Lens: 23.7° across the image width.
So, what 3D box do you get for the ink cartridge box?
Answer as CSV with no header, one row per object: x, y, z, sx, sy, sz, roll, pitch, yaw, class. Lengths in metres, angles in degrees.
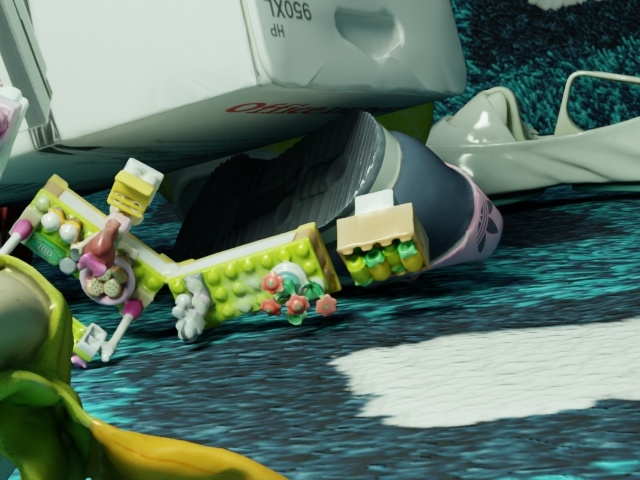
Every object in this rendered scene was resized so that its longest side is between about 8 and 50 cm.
-0.137,-0.135,1.075,0.395,0.166,0.285,-13,-2,31,ink cartridge box

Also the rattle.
-0.108,0.103,0.384,0.130,0.143,0.200,-42,-1,37,rattle

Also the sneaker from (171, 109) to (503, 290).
0.000,0.000,1.073,0.131,0.112,0.319,25,-15,-24,sneaker

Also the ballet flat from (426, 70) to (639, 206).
0.227,-0.100,1.512,0.400,0.139,0.139,-6,6,12,ballet flat

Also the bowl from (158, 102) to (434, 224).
-0.053,-0.079,1.338,0.289,0.289,0.156,-4,49,24,bowl

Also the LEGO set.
-0.086,0.015,0.879,0.287,0.132,0.107,16,25,2,LEGO set

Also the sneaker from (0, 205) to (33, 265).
-0.349,-0.003,1.432,0.128,0.087,0.221,-5,5,2,sneaker
